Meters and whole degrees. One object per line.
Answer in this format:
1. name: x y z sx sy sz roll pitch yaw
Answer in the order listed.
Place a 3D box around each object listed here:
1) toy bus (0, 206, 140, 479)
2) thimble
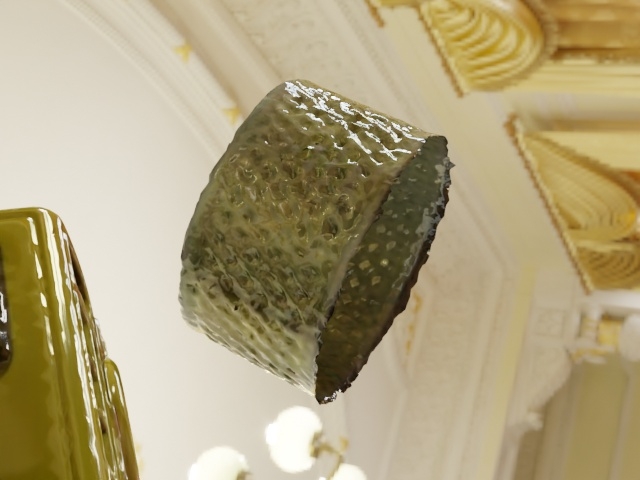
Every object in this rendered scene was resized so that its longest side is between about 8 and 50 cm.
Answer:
1. toy bus: -0.113 0.150 0.332 0.151 0.145 0.331 96 159 -47
2. thimble: 0.000 0.000 0.969 0.270 0.150 0.270 -55 -19 -29
